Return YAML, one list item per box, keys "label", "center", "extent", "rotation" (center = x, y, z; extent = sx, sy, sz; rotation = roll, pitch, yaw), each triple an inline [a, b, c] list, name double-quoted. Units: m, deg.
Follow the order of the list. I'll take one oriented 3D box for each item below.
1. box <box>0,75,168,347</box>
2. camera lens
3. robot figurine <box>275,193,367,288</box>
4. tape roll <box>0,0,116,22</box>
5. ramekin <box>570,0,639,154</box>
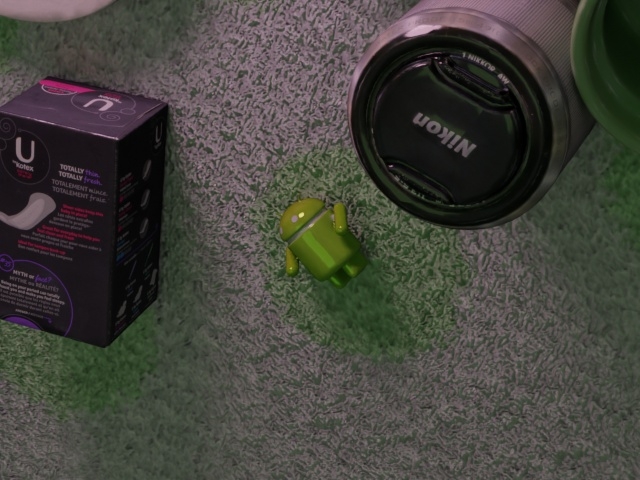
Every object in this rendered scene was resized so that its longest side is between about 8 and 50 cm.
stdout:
- label: "box"
  center: [-0.286, -0.036, 2.064]
  extent: [0.165, 0.143, 0.270]
  rotation: [14, 117, 15]
- label: "camera lens"
  center: [0.164, -0.150, 1.742]
  extent: [0.219, 0.274, 0.219]
  rotation: [9, 115, 19]
- label: "robot figurine"
  center: [0.000, 0.000, 2.002]
  extent: [0.115, 0.067, 0.101]
  rotation: [48, 124, -2]
- label: "tape roll"
  center: [-0.323, -0.435, 1.946]
  extent: [0.392, 0.072, 0.392]
  rotation: [9, 115, 19]
- label: "ramekin"
  center: [0.387, -0.221, 1.636]
  extent: [0.303, 0.148, 0.303]
  rotation: [4, 134, 5]
